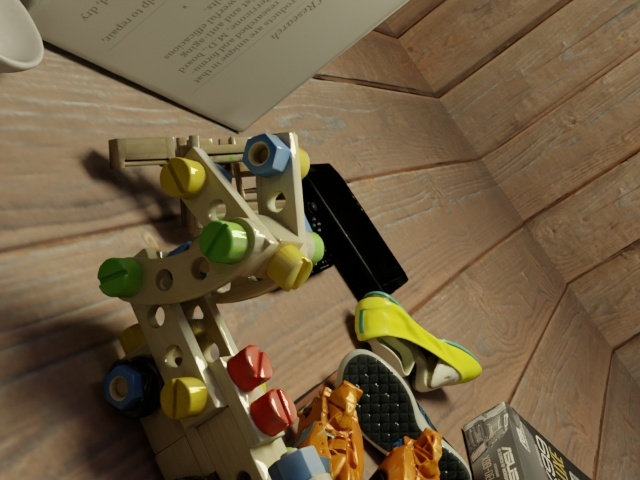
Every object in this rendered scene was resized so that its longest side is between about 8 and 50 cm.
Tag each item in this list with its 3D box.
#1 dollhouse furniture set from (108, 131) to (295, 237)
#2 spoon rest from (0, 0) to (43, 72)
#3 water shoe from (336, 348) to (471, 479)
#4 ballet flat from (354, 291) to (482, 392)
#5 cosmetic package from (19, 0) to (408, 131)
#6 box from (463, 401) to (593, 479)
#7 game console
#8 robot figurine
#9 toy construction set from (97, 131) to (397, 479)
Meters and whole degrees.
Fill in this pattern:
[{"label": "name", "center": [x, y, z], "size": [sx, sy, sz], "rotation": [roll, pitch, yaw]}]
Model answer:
[{"label": "dollhouse furniture set", "center": [-0.137, -0.058, 0.901], "size": [0.181, 0.161, 0.101], "rotation": [-5, 96, -24]}, {"label": "spoon rest", "center": [-0.324, -0.203, 0.667], "size": [0.137, 0.084, 0.276], "rotation": [59, 22, 13]}, {"label": "water shoe", "center": [0.085, 0.208, 0.951], "size": [0.203, 0.073, 0.080], "rotation": [53, -5, -3]}, {"label": "ballet flat", "center": [0.125, 0.152, 1.108], "size": [0.231, 0.077, 0.077], "rotation": [37, 48, -31]}, {"label": "cosmetic package", "center": [-0.145, -0.390, 0.989], "size": [0.393, 0.327, 0.330], "rotation": [17, 42, -59]}, {"label": "box", "center": [0.304, 0.394, 1.090], "size": [0.242, 0.076, 0.307], "rotation": [43, 24, -26]}, {"label": "game console", "center": [0.000, 0.000, 1.095], "size": [0.213, 0.044, 0.361], "rotation": [56, 22, 6]}, {"label": "robot figurine", "center": [0.045, 0.259, 0.708], "size": [0.211, 0.085, 0.291], "rotation": [31, 27, -17]}, {"label": "toy construction set", "center": [-0.050, 0.097, 0.602], "size": [0.151, 0.215, 0.328], "rotation": [26, 35, -50]}]
